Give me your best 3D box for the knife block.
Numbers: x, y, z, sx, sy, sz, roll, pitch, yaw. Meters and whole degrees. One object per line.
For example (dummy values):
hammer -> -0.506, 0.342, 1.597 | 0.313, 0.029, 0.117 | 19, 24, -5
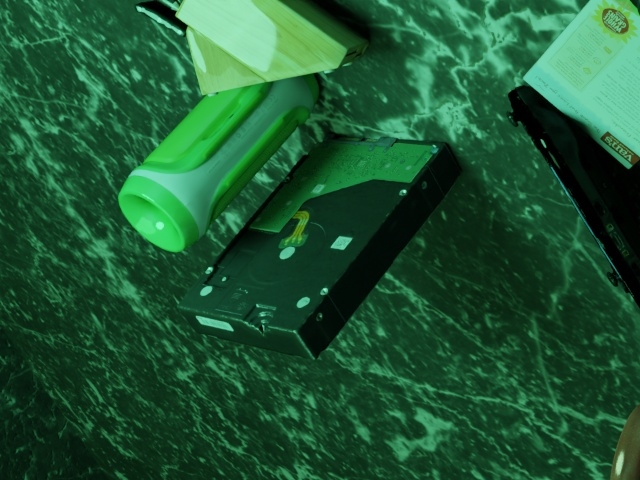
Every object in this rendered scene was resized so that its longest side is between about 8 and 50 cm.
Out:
knife block -> -0.100, -0.311, 2.011 | 0.275, 0.088, 0.242 | -9, 101, 23

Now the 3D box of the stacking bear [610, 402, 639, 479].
stacking bear -> 0.519, 0.287, 1.975 | 0.289, 0.175, 0.164 | 6, 100, 47

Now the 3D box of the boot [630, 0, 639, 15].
boot -> 0.336, -0.264, 1.523 | 0.094, 0.246, 0.207 | -59, 45, 28

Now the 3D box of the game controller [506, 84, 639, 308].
game controller -> 0.311, -0.036, 1.864 | 0.067, 0.166, 0.319 | -29, 120, 15

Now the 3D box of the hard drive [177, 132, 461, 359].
hard drive -> 0.000, 0.000, 2.093 | 0.237, 0.339, 0.064 | 8, 141, 46

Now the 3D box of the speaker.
speaker -> -0.128, -0.124, 2.114 | 0.131, 0.296, 0.131 | 31, 152, 18

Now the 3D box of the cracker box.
cracker box -> 0.327, -0.188, 1.688 | 0.155, 0.067, 0.232 | 41, 153, 1
